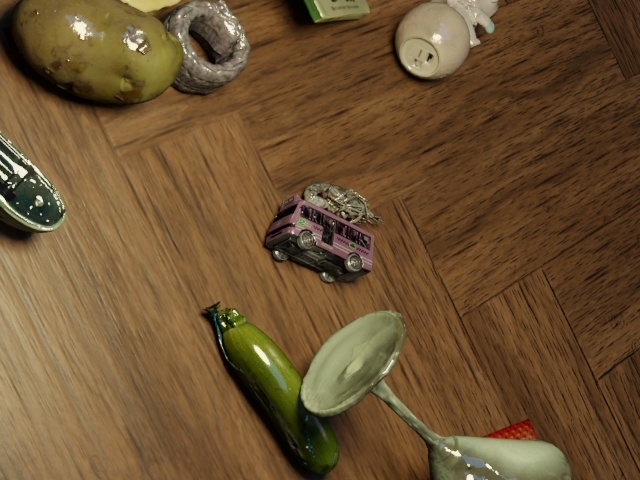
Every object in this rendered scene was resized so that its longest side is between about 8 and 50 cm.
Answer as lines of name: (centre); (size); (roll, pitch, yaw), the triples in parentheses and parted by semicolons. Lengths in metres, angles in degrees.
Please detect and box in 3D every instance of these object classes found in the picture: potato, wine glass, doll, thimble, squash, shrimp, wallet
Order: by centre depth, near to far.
potato: (-0.339, -0.294, 1.824); (0.262, 0.165, 0.165); (15, 67, -17)
wine glass: (0.171, 0.312, 1.896); (0.406, 0.267, 0.267); (43, 55, -24)
squash: (-0.071, 0.229, 1.896); (0.087, 0.087, 0.331); (-38, 97, -37)
thimble: (-0.194, -0.316, 1.970); (0.150, 0.097, 0.150); (11, 71, -32)
shrimp: (0.044, -0.057, 2.084); (0.165, 0.056, 0.065); (23, 47, -17)
wallet: (0.324, 0.393, 2.160); (0.196, 0.020, 0.103); (-13, 82, -37)
doll: (0.250, -0.420, 2.295); (0.151, 0.151, 0.287); (50, 50, -12)

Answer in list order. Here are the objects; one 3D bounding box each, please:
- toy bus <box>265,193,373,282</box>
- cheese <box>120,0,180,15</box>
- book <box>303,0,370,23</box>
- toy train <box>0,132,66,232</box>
toy bus: (0.000, 0.000, 2.017); (0.178, 0.086, 0.098); (25, 60, -30)
cheese: (-0.282, -0.498, 1.960); (0.383, 0.104, 0.384); (13, 67, -32)
book: (-0.036, -0.559, 2.121); (0.371, 0.043, 0.260); (65, 23, -2)
toy train: (-0.526, -0.153, 1.688); (0.407, 0.088, 0.086); (46, 57, -15)
